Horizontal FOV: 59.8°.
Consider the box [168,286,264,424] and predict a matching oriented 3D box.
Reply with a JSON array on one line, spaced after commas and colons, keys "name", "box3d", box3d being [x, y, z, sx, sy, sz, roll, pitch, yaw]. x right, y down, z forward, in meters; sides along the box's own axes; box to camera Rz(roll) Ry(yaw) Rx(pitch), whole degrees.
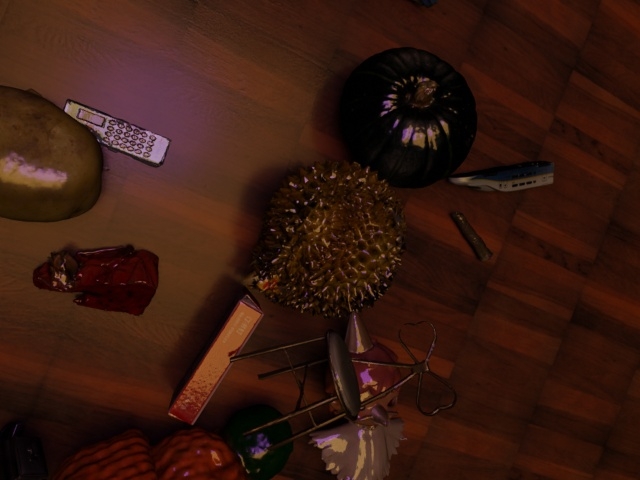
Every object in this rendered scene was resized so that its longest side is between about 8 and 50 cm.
[{"name": "box", "box3d": [-0.175, 0.192, 0.957, 0.050, 0.123, 0.229, 33, 86, -10]}]

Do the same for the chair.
[{"name": "chair", "box3d": [0.038, 0.217, 0.896, 0.326, 0.159, 0.170, -18, 148, 8]}]

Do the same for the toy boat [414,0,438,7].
[{"name": "toy boat", "box3d": [0.104, -0.514, 0.965, 0.276, 0.111, 0.084, 23, 84, -19]}]

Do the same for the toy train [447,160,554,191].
[{"name": "toy train", "box3d": [0.365, -0.125, 1.137, 0.234, 0.052, 0.051, -11, 105, -17]}]

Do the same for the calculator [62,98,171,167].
[{"name": "calculator", "box3d": [-0.335, -0.172, 0.910, 0.172, 0.018, 0.057, 21, 89, -19]}]

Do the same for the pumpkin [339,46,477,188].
[{"name": "pumpkin", "box3d": [0.155, -0.218, 0.969, 0.250, 0.216, 0.249, 2, 74, -6]}]

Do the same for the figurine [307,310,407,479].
[{"name": "figurine", "box3d": [0.083, 0.301, 1.037, 0.207, 0.166, 0.386, 1, 98, -22]}]

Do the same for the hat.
[{"name": "hat", "box3d": [-0.219, 0.442, 0.920, 0.400, 0.285, 0.285, -7, 99, -29]}]

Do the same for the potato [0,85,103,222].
[{"name": "potato", "box3d": [-0.439, -0.124, 0.809, 0.228, 0.148, 0.197, 4, 83, -26]}]

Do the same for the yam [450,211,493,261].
[{"name": "yam", "box3d": [0.311, -0.014, 1.145, 0.033, 0.027, 0.129, -27, 112, 27]}]

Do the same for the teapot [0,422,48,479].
[{"name": "teapot", "box3d": [-0.466, 0.353, 0.858, 0.096, 0.177, 0.087, -48, 140, 10]}]

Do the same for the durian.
[{"name": "durian", "box3d": [0.010, 0.002, 0.944, 0.258, 0.258, 0.293, 22, 105, -20]}]

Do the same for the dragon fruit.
[{"name": "dragon fruit", "box3d": [-0.366, 0.057, 0.916, 0.192, 0.122, 0.092, 3, 57, -16]}]
